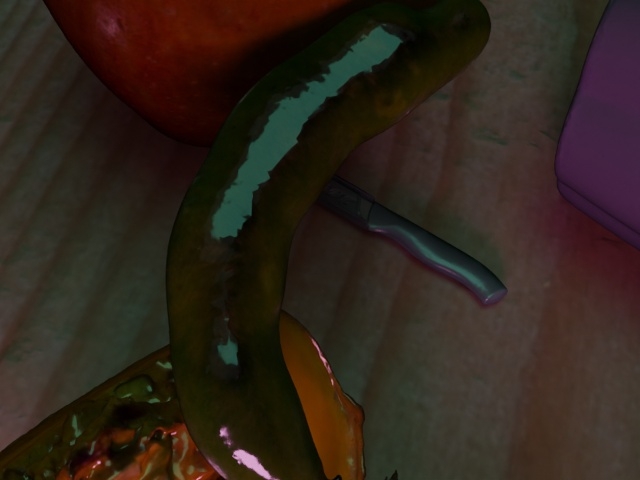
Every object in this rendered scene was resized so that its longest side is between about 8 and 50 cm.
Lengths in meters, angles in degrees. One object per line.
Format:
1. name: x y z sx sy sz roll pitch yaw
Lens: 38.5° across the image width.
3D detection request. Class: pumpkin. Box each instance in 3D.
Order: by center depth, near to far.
1. pumpkin: -0.097 0.160 0.453 0.278 0.111 0.163 -34 99 -42

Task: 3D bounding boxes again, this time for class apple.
1. apple: -0.038 -0.202 0.571 0.288 0.317 0.288 0 70 0

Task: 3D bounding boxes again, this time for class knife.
1. knife: 0.038 -0.016 0.644 0.210 0.015 0.028 31 63 12

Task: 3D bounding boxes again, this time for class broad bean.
1. broad bean: 0.000 0.000 0.445 0.144 0.049 0.292 13 81 -19

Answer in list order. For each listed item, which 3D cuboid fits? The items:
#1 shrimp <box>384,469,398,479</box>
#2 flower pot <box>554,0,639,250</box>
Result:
1. shrimp: 0.009 0.194 0.456 0.095 0.045 0.162 11 79 -14
2. flower pot: 0.295 -0.073 0.601 0.243 0.265 0.265 21 55 17
